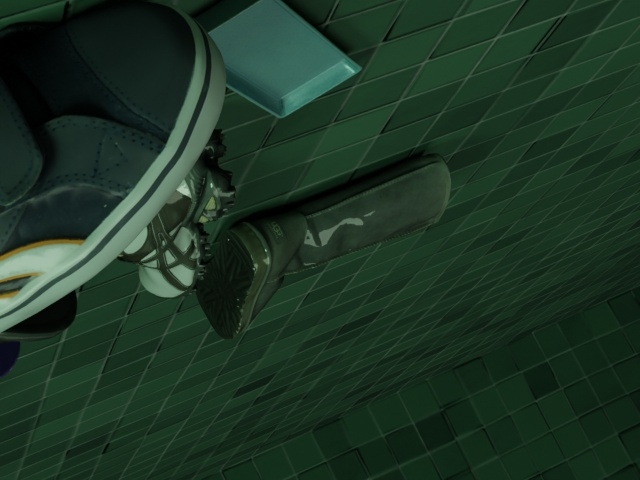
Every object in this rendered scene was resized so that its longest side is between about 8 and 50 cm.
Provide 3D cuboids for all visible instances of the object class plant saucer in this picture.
[{"bbox_3d":[-0.030,-0.115,0.898,0.067,0.018,0.192,-30,165,12],"label":"plant saucer"}]

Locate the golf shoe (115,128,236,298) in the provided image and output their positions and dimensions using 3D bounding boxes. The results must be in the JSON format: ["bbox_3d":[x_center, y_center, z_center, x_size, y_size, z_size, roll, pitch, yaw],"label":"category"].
[{"bbox_3d":[-0.121,-0.015,1.007,0.094,0.077,0.198,-10,155,-19],"label":"golf shoe"}]

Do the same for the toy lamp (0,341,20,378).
[{"bbox_3d":[-0.312,0.134,1.161,0.080,0.080,0.275,-16,164,-37],"label":"toy lamp"}]

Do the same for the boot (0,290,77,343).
[{"bbox_3d":[-0.312,0.067,0.919,0.263,0.091,0.229,3,150,-44],"label":"boot"}]

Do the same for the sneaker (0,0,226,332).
[{"bbox_3d":[-0.193,-0.019,0.706,0.321,0.126,0.127,-41,143,-2],"label":"sneaker"}]

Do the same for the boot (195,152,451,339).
[{"bbox_3d":[0.001,0.002,1.308,0.208,0.076,0.189,-27,170,-28],"label":"boot"}]
